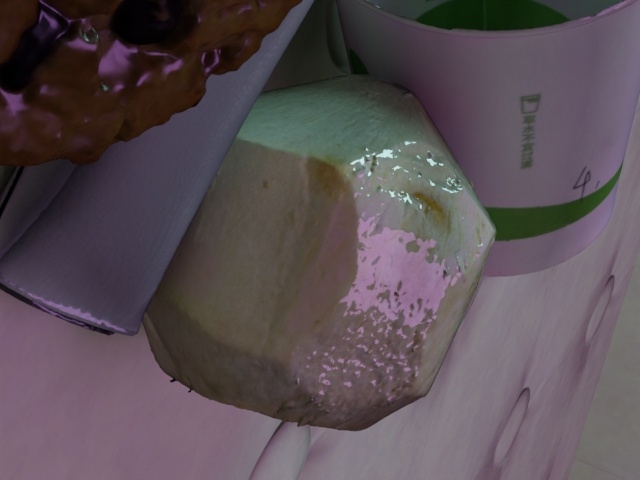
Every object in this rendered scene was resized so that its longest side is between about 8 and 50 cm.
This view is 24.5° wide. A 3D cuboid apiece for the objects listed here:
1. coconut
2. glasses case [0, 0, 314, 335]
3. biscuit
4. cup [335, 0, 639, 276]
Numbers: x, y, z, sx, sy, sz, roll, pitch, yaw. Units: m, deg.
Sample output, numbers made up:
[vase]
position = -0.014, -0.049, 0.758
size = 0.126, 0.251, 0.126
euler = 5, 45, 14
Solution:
[coconut]
position = -0.004, -0.001, 0.945
size = 0.241, 0.241, 0.241
euler = -53, 156, -37
[glasses case]
position = -0.086, -0.095, 0.802
size = 0.128, 0.083, 0.308
euler = 15, 110, -51
[biscuit]
position = -0.087, -0.154, 0.616
size = 0.296, 0.075, 0.296
euler = -30, 142, -26
[cup]
position = 0.128, -0.132, 1.063
size = 0.253, 0.253, 0.274
euler = -54, 152, -35
